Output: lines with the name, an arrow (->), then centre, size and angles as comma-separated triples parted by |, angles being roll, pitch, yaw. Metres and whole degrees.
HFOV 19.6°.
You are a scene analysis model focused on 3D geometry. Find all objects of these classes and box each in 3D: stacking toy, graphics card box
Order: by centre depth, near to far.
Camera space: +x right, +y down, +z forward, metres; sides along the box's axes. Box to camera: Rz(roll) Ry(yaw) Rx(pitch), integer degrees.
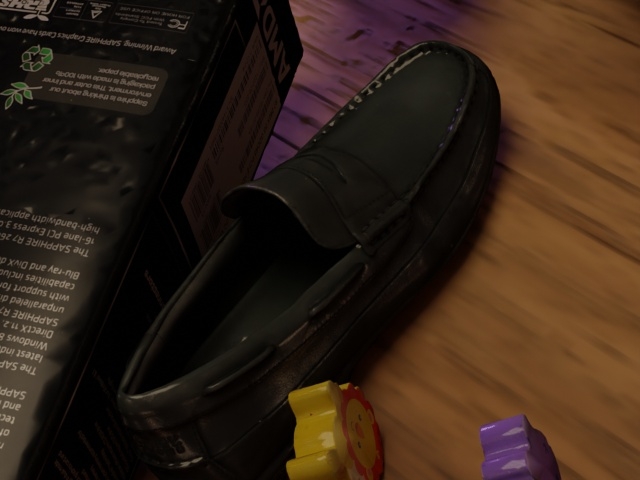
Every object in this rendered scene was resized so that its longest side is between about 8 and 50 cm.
stacking toy -> 0.070, 0.120, 0.593 | 0.167, 0.052, 0.221 | -16, 46, 20
graphics card box -> -0.173, 0.021, 0.750 | 0.232, 0.094, 0.371 | 8, 58, 19

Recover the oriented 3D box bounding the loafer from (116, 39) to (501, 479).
loafer -> 0.000, 0.000, 0.724 | 0.076, 0.078, 0.223 | 14, 59, 39
